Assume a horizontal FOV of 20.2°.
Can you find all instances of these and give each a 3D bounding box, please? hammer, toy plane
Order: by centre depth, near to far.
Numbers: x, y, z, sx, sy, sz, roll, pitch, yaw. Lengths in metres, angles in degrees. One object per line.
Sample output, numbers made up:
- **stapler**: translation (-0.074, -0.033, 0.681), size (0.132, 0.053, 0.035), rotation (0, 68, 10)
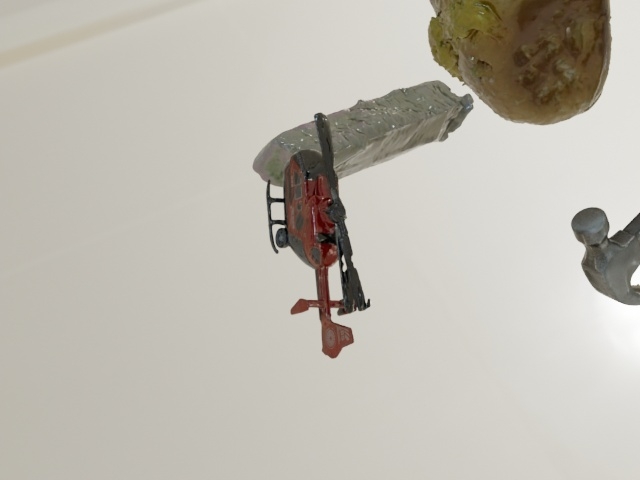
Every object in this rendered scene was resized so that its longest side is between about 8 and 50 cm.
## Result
- **toy plane**: translation (0.000, 0.000, 1.079), size (0.060, 0.037, 0.145), rotation (-24, -112, 55)
- **hammer**: translation (0.339, -0.056, 1.599), size (0.037, 0.290, 0.137), rotation (28, -26, 44)

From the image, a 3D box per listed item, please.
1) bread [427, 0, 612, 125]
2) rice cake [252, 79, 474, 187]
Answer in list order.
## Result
- **bread**: translation (0.192, -0.240, 1.820), size (0.246, 0.176, 0.195), rotation (-97, 177, -59)
- **rice cake**: translation (0.039, -0.082, 1.370), size (0.049, 0.270, 0.055), rotation (39, -59, 18)
